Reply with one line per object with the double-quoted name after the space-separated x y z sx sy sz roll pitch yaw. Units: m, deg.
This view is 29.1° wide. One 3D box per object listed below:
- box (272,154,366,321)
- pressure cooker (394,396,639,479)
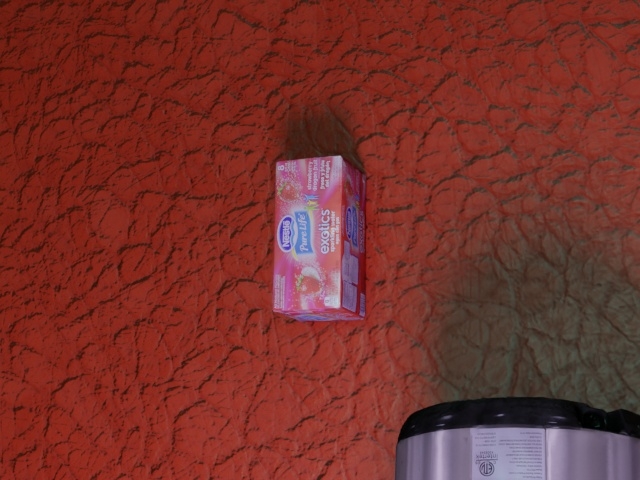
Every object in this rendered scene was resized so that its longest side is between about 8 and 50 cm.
0.000 0.000 2.035 0.122 0.128 0.257 -4 77 20 "box"
0.265 0.440 1.614 0.370 0.375 0.421 -26 55 51 "pressure cooker"
